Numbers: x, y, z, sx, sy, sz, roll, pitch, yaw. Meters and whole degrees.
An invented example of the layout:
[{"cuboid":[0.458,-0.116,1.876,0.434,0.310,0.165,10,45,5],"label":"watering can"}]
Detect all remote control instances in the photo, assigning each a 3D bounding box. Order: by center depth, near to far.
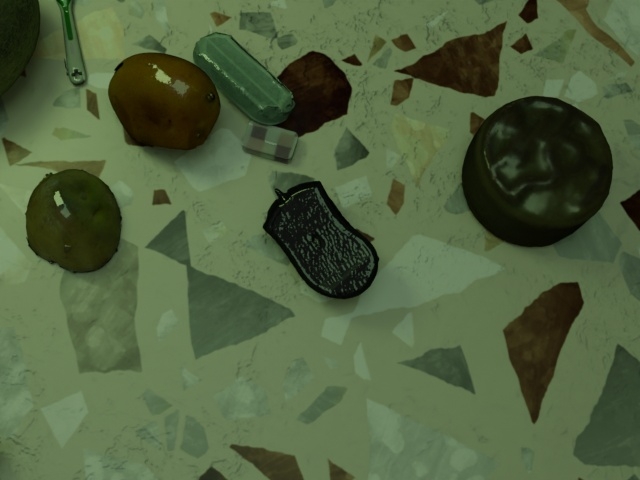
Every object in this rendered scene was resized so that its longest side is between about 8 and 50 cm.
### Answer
[{"cuboid":[-0.158,-0.334,1.558,0.247,0.052,0.104,42,60,8],"label":"remote control"}]

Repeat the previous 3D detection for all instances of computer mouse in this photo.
[{"cuboid":[0.000,0.000,1.467,0.147,0.088,0.264,-38,81,3],"label":"computer mouse"}]

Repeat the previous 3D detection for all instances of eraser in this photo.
[{"cuboid":[-0.102,-0.200,1.545,0.105,0.026,0.065,17,71,0],"label":"eraser"}]

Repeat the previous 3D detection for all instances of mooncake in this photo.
[{"cuboid":[0.429,-0.140,1.512,0.284,0.155,0.284,1,74,-3],"label":"mooncake"}]

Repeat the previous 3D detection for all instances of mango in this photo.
[{"cuboid":[-0.309,-0.284,1.490,0.236,0.166,0.136,10,28,18],"label":"mango"}]

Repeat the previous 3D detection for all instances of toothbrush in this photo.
[{"cuboid":[-0.537,-0.517,1.587,0.042,0.040,0.418,-11,76,-10],"label":"toothbrush"}]

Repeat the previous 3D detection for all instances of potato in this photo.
[{"cuboid":[-0.470,-0.049,1.425,0.182,0.117,0.202,-5,74,-10],"label":"potato"}]

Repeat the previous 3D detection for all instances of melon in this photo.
[{"cuboid":[-0.672,-0.400,1.439,0.249,0.248,0.329,19,76,0],"label":"melon"}]
